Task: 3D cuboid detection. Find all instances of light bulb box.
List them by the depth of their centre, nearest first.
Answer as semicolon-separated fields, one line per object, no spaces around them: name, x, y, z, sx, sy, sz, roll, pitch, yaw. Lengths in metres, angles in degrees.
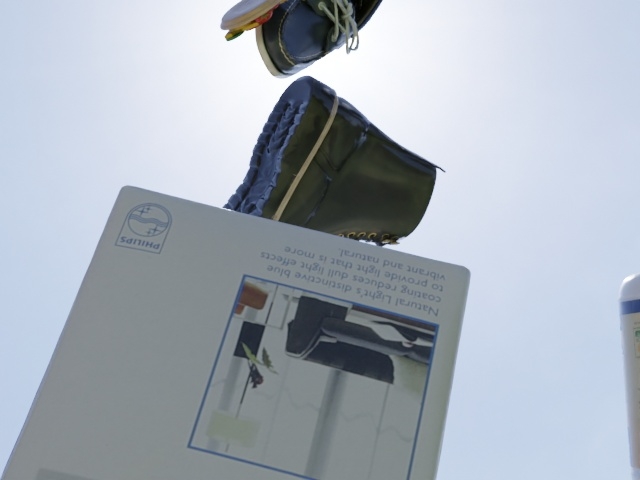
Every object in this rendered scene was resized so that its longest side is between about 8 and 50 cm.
light bulb box;-0.068;0.230;0.744;0.225;0.361;0.358;13;-38;3

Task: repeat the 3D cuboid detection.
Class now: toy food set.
toy food set;-0.068;-0.237;1.249;0.082;0.083;0.020;-19;-63;25

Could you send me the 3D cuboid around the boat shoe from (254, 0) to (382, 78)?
boat shoe;0.009;-0.251;1.340;0.079;0.254;0.095;-8;-69;29

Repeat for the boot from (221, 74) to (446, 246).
boot;0.000;0.000;0.875;0.137;0.077;0.198;27;-85;-28

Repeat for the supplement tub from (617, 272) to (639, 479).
supplement tub;0.466;0.190;1.391;0.228;0.316;0.228;-2;-6;0
